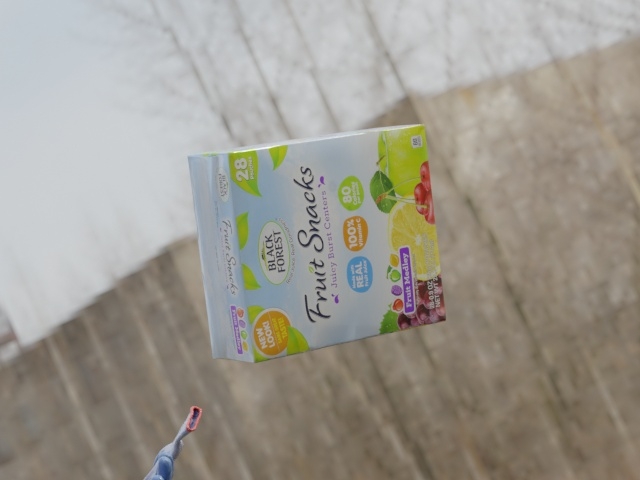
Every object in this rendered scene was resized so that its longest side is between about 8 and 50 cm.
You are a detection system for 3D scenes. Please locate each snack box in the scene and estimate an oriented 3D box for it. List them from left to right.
[{"bbox_3d":[0.000,0.000,1.627,0.207,0.175,0.070,-11,6,-34],"label":"snack box"}]

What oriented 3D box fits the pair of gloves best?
[{"bbox_3d":[-0.163,0.241,1.821,0.159,0.023,0.198,-60,5,25],"label":"pair of gloves"}]
